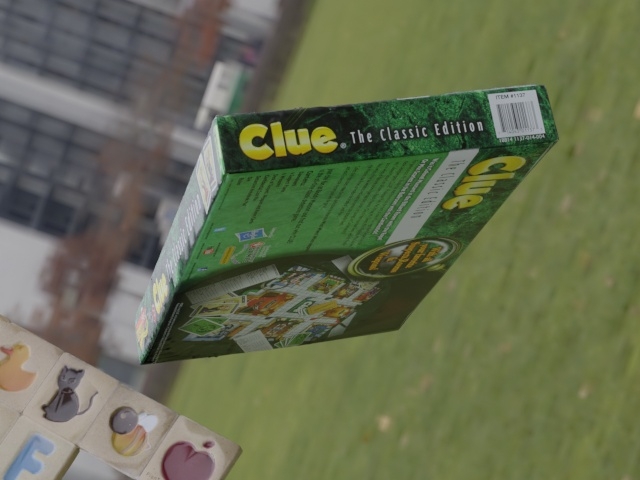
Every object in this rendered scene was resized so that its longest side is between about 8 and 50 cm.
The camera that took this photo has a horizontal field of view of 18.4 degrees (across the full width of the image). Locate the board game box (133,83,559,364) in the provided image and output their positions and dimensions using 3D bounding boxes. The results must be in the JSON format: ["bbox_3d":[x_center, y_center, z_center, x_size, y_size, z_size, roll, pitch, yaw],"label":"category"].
[{"bbox_3d":[0.000,0.000,0.868,0.259,0.136,0.030,123,141,-67],"label":"board game box"}]

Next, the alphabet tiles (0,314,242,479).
[{"bbox_3d":[-0.184,0.137,0.998,0.198,0.237,0.009,-56,-30,-15],"label":"alphabet tiles"}]
